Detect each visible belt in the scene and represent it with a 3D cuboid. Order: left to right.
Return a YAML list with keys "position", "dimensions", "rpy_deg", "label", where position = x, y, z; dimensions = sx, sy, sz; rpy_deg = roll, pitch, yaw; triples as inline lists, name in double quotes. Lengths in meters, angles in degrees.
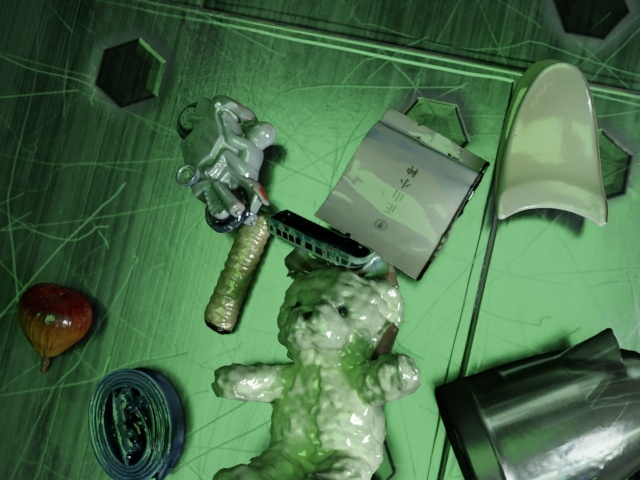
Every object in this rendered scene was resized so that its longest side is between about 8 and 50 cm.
- position: [-0.299, 0.303, 1.310]
  dimensions: [0.141, 0.082, 0.190]
  rpy_deg: [-11, 81, 9]
  label: "belt"

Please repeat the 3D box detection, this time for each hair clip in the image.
- position: [0.371, -0.165, 1.300]
  dimensions: [0.173, 0.113, 0.282]
  rpy_deg: [3, 89, 6]
  label: "hair clip"

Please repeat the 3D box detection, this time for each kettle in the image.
- position: [0.373, 0.308, 1.193]
  dimensions: [0.324, 0.228, 0.320]
  rpy_deg: [-20, 100, 0]
  label: "kettle"

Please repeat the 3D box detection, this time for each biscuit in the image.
- position: [-0.137, 0.048, 1.340]
  dimensions: [0.061, 0.055, 0.219]
  rpy_deg: [21, 86, 17]
  label: "biscuit"

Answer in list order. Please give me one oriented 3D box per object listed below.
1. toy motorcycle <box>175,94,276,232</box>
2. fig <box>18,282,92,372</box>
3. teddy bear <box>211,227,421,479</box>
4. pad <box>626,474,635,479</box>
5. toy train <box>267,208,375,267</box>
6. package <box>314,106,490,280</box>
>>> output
- position: [-0.149, -0.145, 1.328]
  dimensions: [0.171, 0.110, 0.260]
  rpy_deg: [-29, 62, 15]
  label: "toy motorcycle"
- position: [-0.436, 0.142, 1.348]
  dimensions: [0.119, 0.153, 0.119]
  rpy_deg: [-2, 41, 2]
  label: "fig"
- position: [-0.015, 0.180, 1.189]
  dimensions: [0.327, 0.375, 0.362]
  rpy_deg: [1, 98, 26]
  label: "teddy bear"
- position: [0.546, 0.351, 1.259]
  dimensions: [0.233, 0.022, 0.174]
  rpy_deg: [-10, 83, 5]
  label: "pad"
- position: [0.000, 0.000, 1.265]
  dimensions: [0.207, 0.043, 0.047]
  rpy_deg: [24, 127, 41]
  label: "toy train"
- position: [0.135, -0.078, 1.314]
  dimensions: [0.204, 0.062, 0.251]
  rpy_deg: [31, 68, 9]
  label: "package"
